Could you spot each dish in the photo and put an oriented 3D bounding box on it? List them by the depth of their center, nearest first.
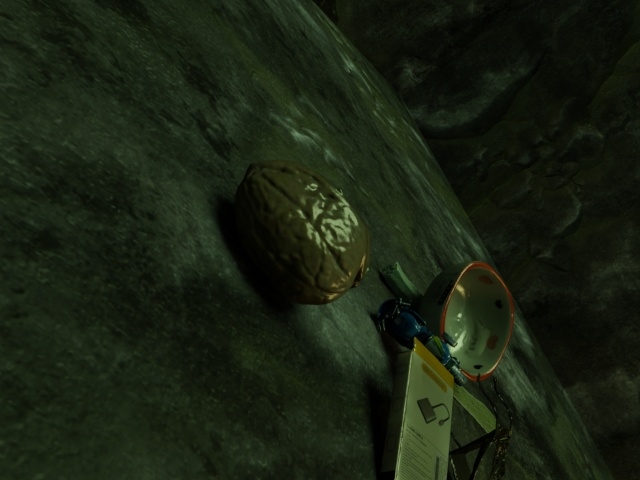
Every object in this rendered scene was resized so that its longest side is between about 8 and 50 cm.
[{"bbox_3d":[0.303,0.171,1.429,0.256,0.117,0.256,1,89,-39],"label":"dish"}]

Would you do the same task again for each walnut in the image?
[{"bbox_3d":[-0.030,-0.016,0.920,0.230,0.178,0.178,52,18,2],"label":"walnut"}]

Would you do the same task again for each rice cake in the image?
[{"bbox_3d":[0.218,0.140,1.467,0.245,0.045,0.042,47,22,-29],"label":"rice cake"}]

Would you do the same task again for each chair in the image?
[{"bbox_3d":[0.258,0.352,1.094,0.174,0.149,0.213,29,38,-58],"label":"chair"}]

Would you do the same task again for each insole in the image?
[{"bbox_3d":[0.360,0.390,1.499,0.322,0.007,0.109,47,21,-33],"label":"insole"}]

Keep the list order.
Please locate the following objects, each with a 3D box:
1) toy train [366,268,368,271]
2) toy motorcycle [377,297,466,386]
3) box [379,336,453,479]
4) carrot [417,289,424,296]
[{"bbox_3d":[0.000,0.000,1.132,0.234,0.051,0.052,39,22,-44],"label":"toy train"},{"bbox_3d":[0.178,0.178,1.198,0.135,0.092,0.254,46,-3,-30],"label":"toy motorcycle"},{"bbox_3d":[0.150,0.281,0.982,0.129,0.033,0.247,46,40,-28],"label":"box"},{"bbox_3d":[0.234,0.142,1.527,0.165,0.035,0.036,46,22,-26],"label":"carrot"}]
